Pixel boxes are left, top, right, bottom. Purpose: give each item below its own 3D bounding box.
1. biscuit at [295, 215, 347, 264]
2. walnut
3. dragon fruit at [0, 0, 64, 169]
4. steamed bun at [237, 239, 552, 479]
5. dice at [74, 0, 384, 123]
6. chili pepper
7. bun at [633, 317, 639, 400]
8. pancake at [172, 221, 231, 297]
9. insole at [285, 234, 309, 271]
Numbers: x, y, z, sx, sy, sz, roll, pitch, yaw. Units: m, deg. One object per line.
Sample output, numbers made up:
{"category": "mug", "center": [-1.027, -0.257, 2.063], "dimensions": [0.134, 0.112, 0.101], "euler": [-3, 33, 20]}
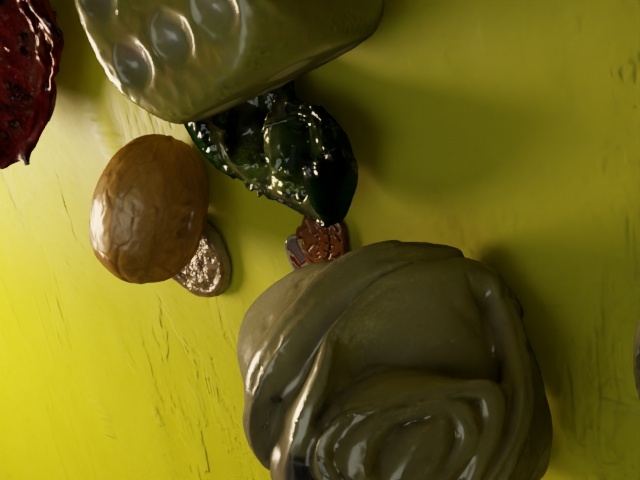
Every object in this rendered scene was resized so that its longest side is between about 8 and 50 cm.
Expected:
{"category": "biscuit", "center": [0.000, 0.000, 1.533], "dimensions": [0.078, 0.015, 0.091], "euler": [17, 123, 34]}
{"category": "walnut", "center": [-0.222, -0.041, 1.613], "dimensions": [0.159, 0.159, 0.206], "euler": [27, 110, 31]}
{"category": "dragon fruit", "center": [-0.440, -0.302, 1.726], "dimensions": [0.329, 0.228, 0.286], "euler": [-34, 123, 31]}
{"category": "steamed bun", "center": [0.076, 0.195, 1.337], "dimensions": [0.343, 0.255, 0.367], "euler": [-27, 97, 18]}
{"category": "dice", "center": [-0.093, -0.263, 1.269], "dimensions": [0.238, 0.233, 0.226], "euler": [-24, 94, 43]}
{"category": "chili pepper", "center": [-0.052, -0.126, 1.448], "dimensions": [0.265, 0.116, 0.148], "euler": [30, 145, 29]}
{"category": "bun", "center": [0.418, 0.104, 1.093], "dimensions": [0.287, 0.146, 0.287], "euler": [16, 129, 20]}
{"category": "pancake", "center": [-0.177, 0.017, 1.718], "dimensions": [0.140, 0.022, 0.139], "euler": [23, 129, 32]}
{"category": "insole", "center": [0.013, 0.077, 1.583], "dimensions": [0.197, 0.004, 0.065], "euler": [56, 140, 1]}
